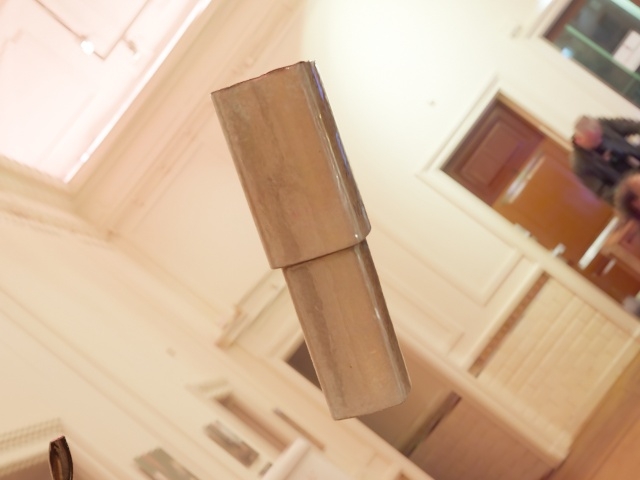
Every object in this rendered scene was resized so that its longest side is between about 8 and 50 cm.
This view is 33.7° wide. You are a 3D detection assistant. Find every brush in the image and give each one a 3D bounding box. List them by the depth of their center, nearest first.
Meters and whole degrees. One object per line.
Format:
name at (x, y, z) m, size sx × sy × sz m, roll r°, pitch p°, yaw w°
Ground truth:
brush at (-0.236, 0.261, 0.980) m, size 0.016 × 0.063 × 0.193 m, roll -46°, pitch -39°, yaw -60°

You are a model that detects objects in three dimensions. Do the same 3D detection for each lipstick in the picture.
lipstick at (0.000, 0.000, 0.764) m, size 0.077 × 0.253 × 0.079 m, roll -18°, pitch 9°, yaw 11°
